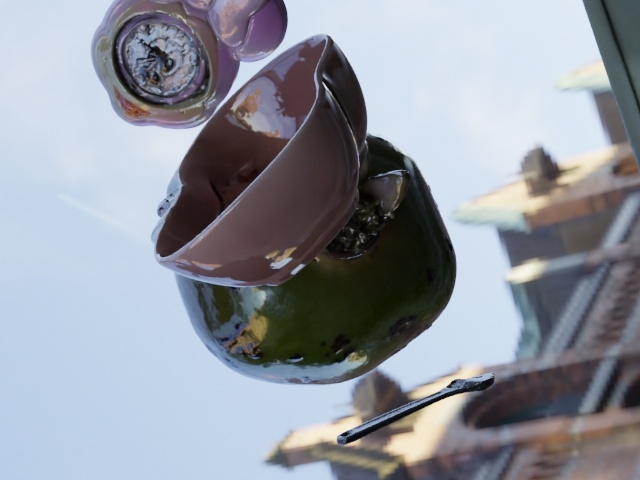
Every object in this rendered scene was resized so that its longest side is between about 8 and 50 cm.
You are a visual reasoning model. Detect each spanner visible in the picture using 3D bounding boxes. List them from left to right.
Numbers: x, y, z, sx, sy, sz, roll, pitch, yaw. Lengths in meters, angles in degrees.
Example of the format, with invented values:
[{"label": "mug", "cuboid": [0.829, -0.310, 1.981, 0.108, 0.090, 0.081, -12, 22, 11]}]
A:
[{"label": "spanner", "cuboid": [0.112, 0.192, 1.788, 0.208, 0.046, 0.012, -21, -77, -19]}]

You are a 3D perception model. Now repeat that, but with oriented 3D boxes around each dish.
[{"label": "dish", "cuboid": [-0.031, -0.046, 1.161, 0.090, 0.213, 0.213, 39, -138, -20]}]

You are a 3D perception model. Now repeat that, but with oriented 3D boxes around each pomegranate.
[{"label": "pomegranate", "cuboid": [0.013, 0.017, 1.539, 0.290, 0.323, 0.291, -1, -89, -30]}]

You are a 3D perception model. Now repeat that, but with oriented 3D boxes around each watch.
[{"label": "watch", "cuboid": [-0.144, -0.259, 1.765, 0.211, 0.248, 0.217, 36, -152, -3]}]

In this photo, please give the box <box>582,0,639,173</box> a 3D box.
[{"label": "box", "cuboid": [0.269, -0.125, 0.821, 0.117, 0.225, 0.225, 12, -121, -58]}]
